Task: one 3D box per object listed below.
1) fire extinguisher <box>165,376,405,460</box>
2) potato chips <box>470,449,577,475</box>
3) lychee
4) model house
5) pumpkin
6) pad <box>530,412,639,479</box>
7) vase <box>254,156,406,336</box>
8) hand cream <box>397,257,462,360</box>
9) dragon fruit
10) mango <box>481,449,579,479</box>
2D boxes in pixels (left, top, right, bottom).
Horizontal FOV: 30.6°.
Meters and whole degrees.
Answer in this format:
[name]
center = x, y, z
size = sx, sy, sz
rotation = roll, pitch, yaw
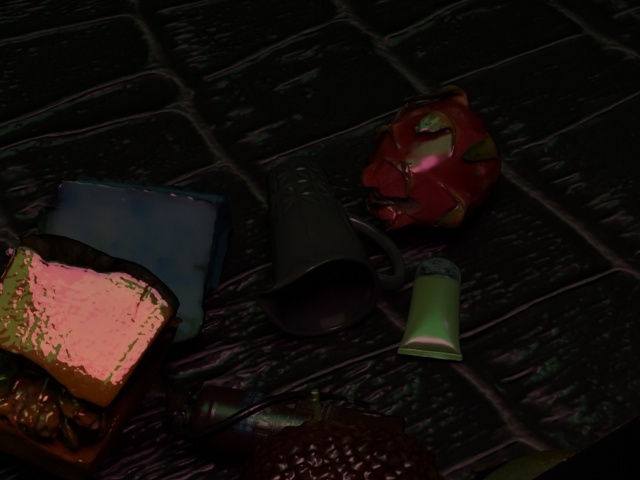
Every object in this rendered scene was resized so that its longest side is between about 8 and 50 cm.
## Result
[fire extinguisher]
center = -0.058, 0.246, 1.584
size = 0.341, 0.105, 0.141
rotation = 10, 29, 8
[potato chips]
center = 0.304, 0.290, 1.526
size = 0.209, 0.142, 0.026
rotation = 0, 72, -7
[lychee]
center = 0.020, 0.327, 1.414
size = 0.271, 0.236, 0.236
rotation = -11, 48, -16
[model house]
center = -0.277, 0.018, 1.765
size = 0.261, 0.226, 0.241
rotation = 8, 10, 3
[pumpkin]
center = -0.333, 0.147, 1.539
size = 0.225, 0.303, 0.256
rotation = 30, 42, 0
[pad]
center = 0.297, 0.393, 1.292
size = 0.247, 0.367, 0.007
rotation = -25, 24, -22
[vase]
center = 0.000, 0.000, 1.796
size = 0.251, 0.156, 0.301
rotation = 4, 39, -18
[hand cream]
center = 0.171, 0.103, 1.759
size = 0.095, 0.046, 0.175
rotation = 7, 54, 5
[dragon fruit]
center = 0.173, -0.118, 1.853
size = 0.224, 0.224, 0.227
rotation = 31, 35, 25
[mango]
center = 0.233, 0.385, 1.378
size = 0.382, 0.225, 0.201
rotation = -25, 22, -21
